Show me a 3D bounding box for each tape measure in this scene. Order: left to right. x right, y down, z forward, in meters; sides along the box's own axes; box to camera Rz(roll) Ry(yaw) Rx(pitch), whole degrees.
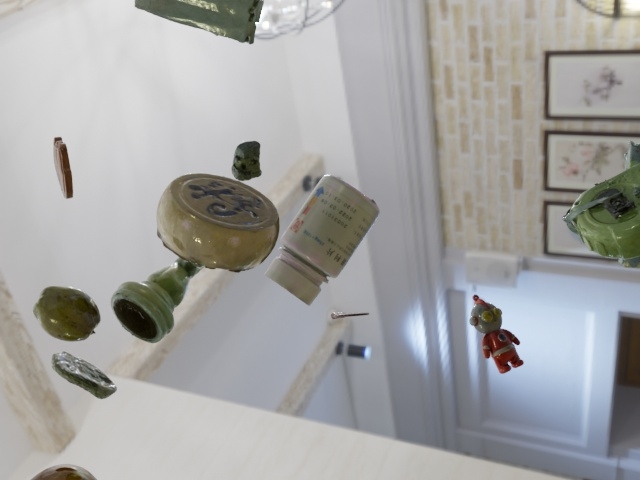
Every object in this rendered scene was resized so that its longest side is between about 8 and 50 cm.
[{"bbox_3d":[0.497,-0.043,1.199,0.087,0.177,0.154,51,-162,-36],"label":"tape measure"}]

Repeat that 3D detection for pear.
[{"bbox_3d":[-0.496,0.145,1.431,0.131,0.107,0.107,34,-125,-14],"label":"pear"}]

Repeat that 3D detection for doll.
[{"bbox_3d":[0.511,0.268,2.151,0.142,0.076,0.245,-13,-108,-32],"label":"doll"}]

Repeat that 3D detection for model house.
[{"bbox_3d":[-0.185,-0.203,1.842,0.078,0.066,0.083,-18,-46,-35],"label":"model house"}]

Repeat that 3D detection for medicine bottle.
[{"bbox_3d":[0.000,0.000,1.750,0.293,0.170,0.170,-55,-29,-3],"label":"medicine bottle"}]

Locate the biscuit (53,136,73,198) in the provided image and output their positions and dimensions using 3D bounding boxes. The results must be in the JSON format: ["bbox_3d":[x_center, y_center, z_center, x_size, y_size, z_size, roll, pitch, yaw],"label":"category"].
[{"bbox_3d":[-0.454,-0.127,1.283,0.019,0.130,0.102,-10,-62,-23],"label":"biscuit"}]

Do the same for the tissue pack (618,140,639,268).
[{"bbox_3d":[0.696,-0.054,1.283,0.128,0.310,0.228,4,-90,-72],"label":"tissue pack"}]

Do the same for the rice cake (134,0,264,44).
[{"bbox_3d":[-0.195,-0.402,1.182,0.038,0.210,0.124,-63,-13,-71],"label":"rice cake"}]

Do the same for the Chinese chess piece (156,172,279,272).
[{"bbox_3d":[-0.211,-0.041,1.515,0.257,0.257,0.104,-35,-31,-58],"label":"Chinese chess piece"}]

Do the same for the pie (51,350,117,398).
[{"bbox_3d":[-0.600,0.341,1.840,0.041,0.186,0.187,-56,-30,-5],"label":"pie"}]

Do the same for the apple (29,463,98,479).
[{"bbox_3d":[-0.574,0.619,1.609,0.237,0.207,0.237,-45,-13,-13],"label":"apple"}]

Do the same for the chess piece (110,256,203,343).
[{"bbox_3d":[-0.381,0.107,1.866,0.298,0.175,0.176,-51,-40,-42],"label":"chess piece"}]

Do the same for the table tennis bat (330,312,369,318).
[{"bbox_3d":[0.075,0.212,2.061,0.098,0.154,0.019,-2,-95,-28],"label":"table tennis bat"}]
